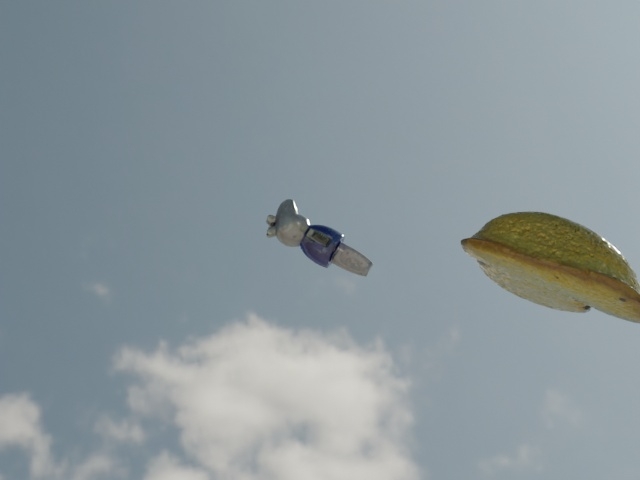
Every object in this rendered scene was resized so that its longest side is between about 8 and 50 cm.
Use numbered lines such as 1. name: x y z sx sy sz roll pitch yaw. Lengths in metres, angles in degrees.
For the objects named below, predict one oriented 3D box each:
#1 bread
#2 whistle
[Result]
1. bread: 0.230 0.027 1.476 0.187 0.065 0.149 18 -18 21
2. whistle: 0.000 0.000 1.117 0.033 0.083 0.029 -59 -9 -14
